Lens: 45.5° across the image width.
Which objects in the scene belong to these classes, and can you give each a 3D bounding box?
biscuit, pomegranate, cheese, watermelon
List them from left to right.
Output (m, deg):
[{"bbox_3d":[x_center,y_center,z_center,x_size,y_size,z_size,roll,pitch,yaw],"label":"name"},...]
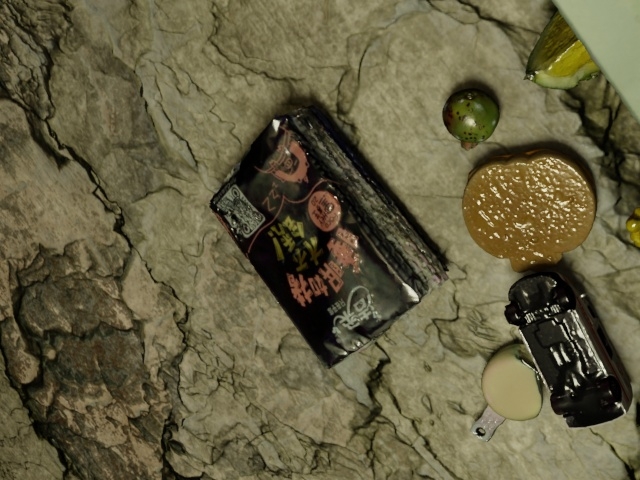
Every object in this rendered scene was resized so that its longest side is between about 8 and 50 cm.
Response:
[{"bbox_3d":[0.187,-0.154,0.972,0.073,0.073,0.084,50,149,5],"label":"pomegranate"},{"bbox_3d":[0.269,0.224,1.077,0.092,0.047,0.171,19,117,26],"label":"cheese"},{"bbox_3d":[0.269,-0.039,0.977,0.170,0.050,0.170,12,121,21],"label":"biscuit"},{"bbox_3d":[0.336,-0.275,0.793,0.123,0.129,0.301,50,120,10],"label":"watermelon"}]

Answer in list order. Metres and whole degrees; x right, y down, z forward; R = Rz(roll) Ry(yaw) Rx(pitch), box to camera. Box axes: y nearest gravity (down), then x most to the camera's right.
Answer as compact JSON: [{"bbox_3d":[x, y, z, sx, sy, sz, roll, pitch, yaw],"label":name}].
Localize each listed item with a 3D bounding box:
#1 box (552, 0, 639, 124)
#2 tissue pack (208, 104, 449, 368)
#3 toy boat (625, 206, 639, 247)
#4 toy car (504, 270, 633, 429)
[{"bbox_3d":[0.413,-0.267,0.650,0.396,0.111,0.396,-32,121,27],"label":"box"},{"bbox_3d":[0.000,0.000,1.111,0.332,0.123,0.245,53,131,7],"label":"tissue pack"},{"bbox_3d":[0.491,0.047,0.849,0.318,0.099,0.141,32,125,14],"label":"toy boat"},{"bbox_3d":[0.321,0.130,0.979,0.089,0.108,0.210,-28,89,38],"label":"toy car"}]
